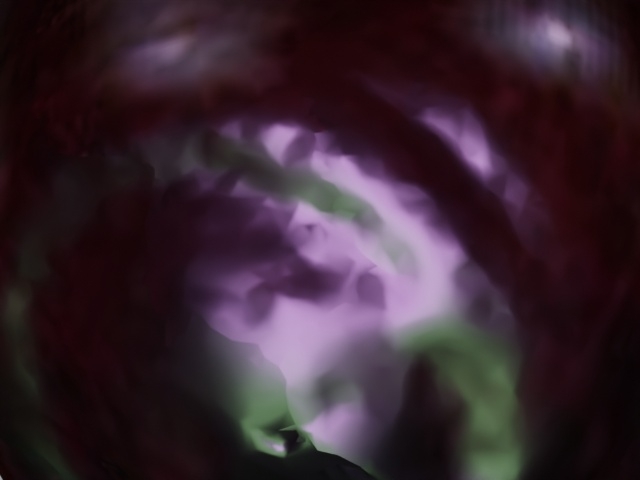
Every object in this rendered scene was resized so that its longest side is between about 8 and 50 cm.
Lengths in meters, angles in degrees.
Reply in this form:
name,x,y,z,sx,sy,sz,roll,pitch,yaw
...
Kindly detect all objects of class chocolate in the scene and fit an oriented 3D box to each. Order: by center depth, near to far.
name,x,y,z,sx,sy,sz,roll,pitch,yaw
chocolate,0.000,0.000,0.775,0.384,0.331,0.383,5,134,6
